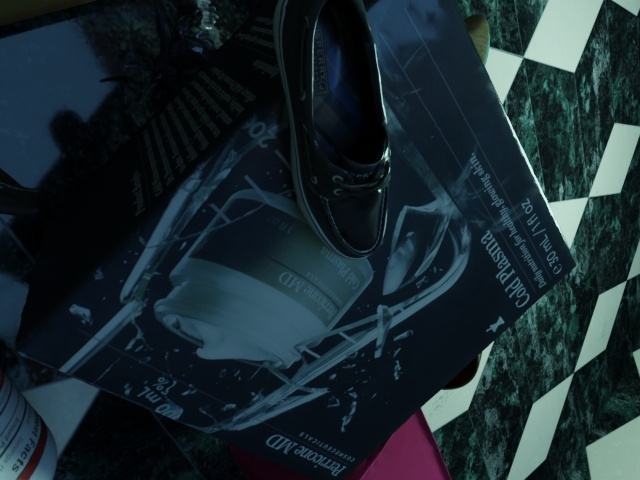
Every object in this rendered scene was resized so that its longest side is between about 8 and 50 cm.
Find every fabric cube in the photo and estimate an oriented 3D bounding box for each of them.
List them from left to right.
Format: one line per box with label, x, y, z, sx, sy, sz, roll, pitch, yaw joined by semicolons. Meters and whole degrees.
fabric cube;0.041;0.417;0.816;0.259;0.258;0.254;-39;121;-29

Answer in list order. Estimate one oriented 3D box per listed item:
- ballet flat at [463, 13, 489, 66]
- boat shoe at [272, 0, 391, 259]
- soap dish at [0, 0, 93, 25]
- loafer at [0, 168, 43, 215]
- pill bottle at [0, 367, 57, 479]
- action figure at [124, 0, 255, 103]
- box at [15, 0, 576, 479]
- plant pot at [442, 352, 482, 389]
ballet flat;0.256;-0.322;0.919;0.124;0.116;0.342;14;92;-33
boat shoe;0.022;-0.073;0.339;0.080;0.076;0.228;-17;120;-14
soap dish;-0.330;-0.408;0.467;0.229;0.118;0.290;-37;117;-30
loafer;-0.406;-0.092;0.474;0.220;0.080;0.078;29;78;-39
pill bottle;-0.414;0.201;0.415;0.229;0.229;0.407;-35;118;-31
action figure;-0.135;-0.269;0.646;0.276;0.141;0.164;-20;119;-12
box;0.000;0.000;0.596;0.472;0.297;0.480;-43;126;4
plant pot;0.302;0.196;1.060;0.230;0.215;0.215;-33;117;-49
